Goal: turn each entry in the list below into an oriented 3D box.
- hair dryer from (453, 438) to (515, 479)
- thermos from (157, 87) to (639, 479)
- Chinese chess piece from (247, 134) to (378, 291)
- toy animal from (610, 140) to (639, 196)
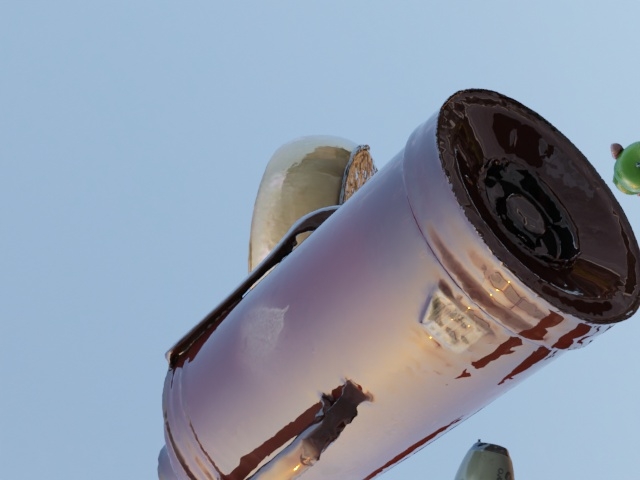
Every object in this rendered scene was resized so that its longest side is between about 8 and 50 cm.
[{"bbox_3d":[0.232,0.392,1.419,0.225,0.088,0.219,39,-114,-9],"label":"hair dryer"},{"bbox_3d":[0.004,0.051,0.440,0.099,0.232,0.124,42,-144,-8],"label":"thermos"},{"bbox_3d":[0.000,0.000,1.461,0.270,0.112,0.270,5,-90,-74],"label":"Chinese chess piece"},{"bbox_3d":[0.453,-0.104,1.571,0.103,0.100,0.208,-55,-28,12],"label":"toy animal"}]
